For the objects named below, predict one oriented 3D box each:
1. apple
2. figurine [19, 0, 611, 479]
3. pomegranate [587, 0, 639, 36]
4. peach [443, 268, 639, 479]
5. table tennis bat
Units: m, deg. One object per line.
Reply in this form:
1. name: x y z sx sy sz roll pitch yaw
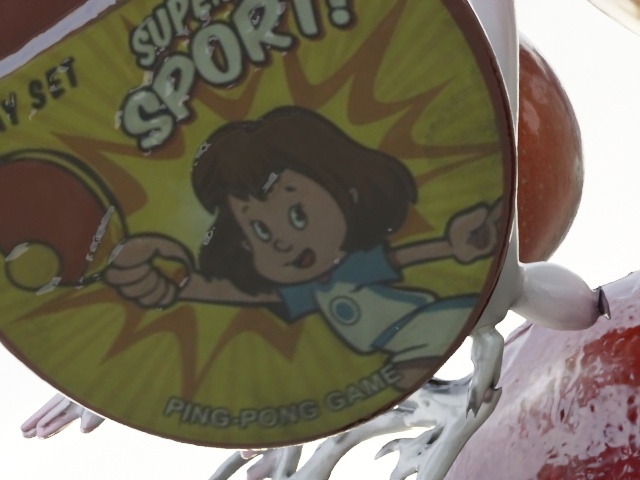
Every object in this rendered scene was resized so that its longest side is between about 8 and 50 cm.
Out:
1. apple: 0.094 -0.074 1.961 0.348 0.348 0.277 -34 -62 -28
2. figurine: 0.011 0.006 1.024 0.284 0.316 0.206 -29 -51 19
3. pomegranate: 0.195 -0.182 0.949 0.191 0.191 0.191 -37 -28 -23
4. peach: 0.240 0.187 1.160 0.416 0.353 0.339 -44 -43 13
5. table tennis bat: -0.058 -0.061 0.648 0.200 0.038 0.310 -32 -68 7
